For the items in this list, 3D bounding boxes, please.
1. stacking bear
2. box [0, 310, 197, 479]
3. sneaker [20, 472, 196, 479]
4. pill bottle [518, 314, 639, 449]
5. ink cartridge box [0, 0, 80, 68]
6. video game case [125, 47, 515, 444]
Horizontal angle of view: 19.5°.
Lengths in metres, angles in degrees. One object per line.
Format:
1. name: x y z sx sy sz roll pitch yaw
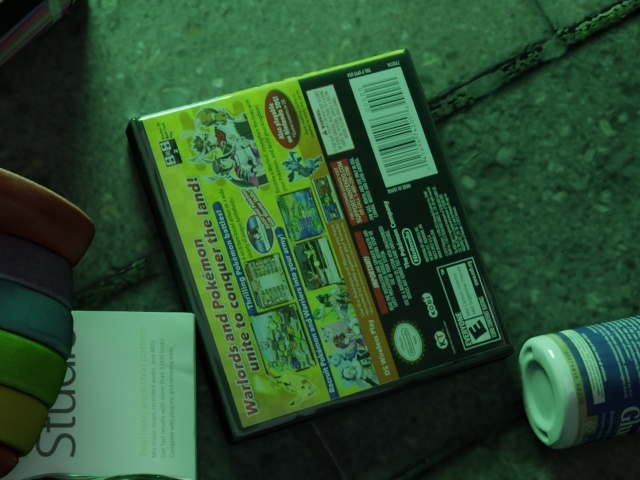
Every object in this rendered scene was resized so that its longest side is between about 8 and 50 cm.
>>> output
1. stacking bear: -0.265 0.107 1.301 0.164 0.175 0.289 23 71 -35
2. box: -0.253 0.167 1.400 0.322 0.058 0.232 1 76 -12
3. sneaker: -0.159 0.194 1.346 0.178 0.077 0.072 -9 77 -15
4. pill bottle: 0.256 0.109 1.519 0.169 0.094 0.094 -11 78 -16
5. ink cartridge box: -0.314 -0.128 1.402 0.371 0.176 0.069 -42 89 -20
6. video game case: 0.000 0.000 1.519 0.248 0.035 0.274 -16 80 -17
